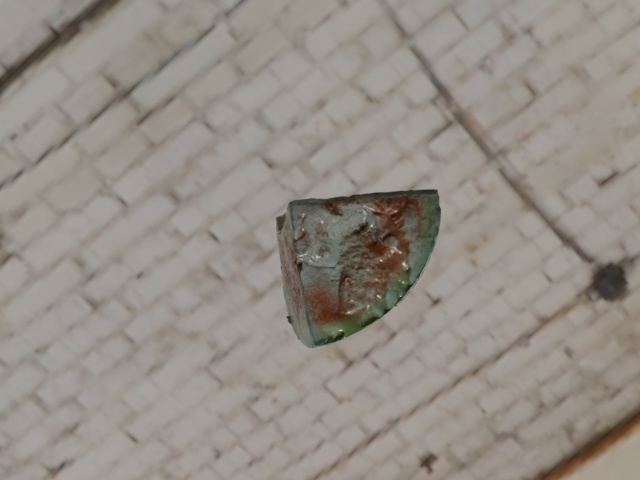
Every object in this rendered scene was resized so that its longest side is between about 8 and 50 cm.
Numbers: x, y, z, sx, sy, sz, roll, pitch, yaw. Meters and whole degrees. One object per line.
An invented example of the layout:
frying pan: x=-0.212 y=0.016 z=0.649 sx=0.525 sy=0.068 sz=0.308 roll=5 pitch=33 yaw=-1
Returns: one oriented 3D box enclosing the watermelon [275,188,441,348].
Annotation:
watermelon: x=0.000 y=0.000 z=0.631 sx=0.085 sy=0.061 sz=0.085 roll=-20 pitch=-138 yaw=19
